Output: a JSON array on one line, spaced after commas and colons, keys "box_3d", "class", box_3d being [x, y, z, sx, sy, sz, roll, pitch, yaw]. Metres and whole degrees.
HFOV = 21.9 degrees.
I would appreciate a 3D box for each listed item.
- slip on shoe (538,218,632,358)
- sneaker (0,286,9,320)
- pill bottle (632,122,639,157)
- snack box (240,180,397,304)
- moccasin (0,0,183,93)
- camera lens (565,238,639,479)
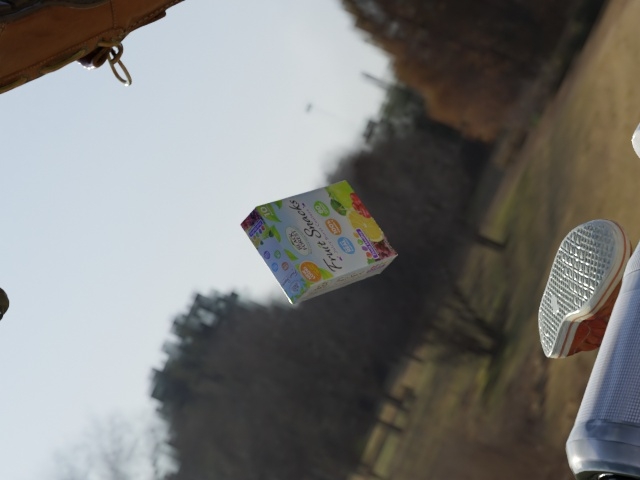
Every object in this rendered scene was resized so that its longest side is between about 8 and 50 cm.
[{"box_3d": [0.383, 0.067, 2.300, 0.331, 0.101, 0.123, 99, 164, -61], "class": "slip on shoe"}, {"box_3d": [-0.426, 0.025, 1.657, 0.078, 0.234, 0.106, 112, 164, -56], "class": "sneaker"}, {"box_3d": [0.427, -0.171, 1.756, 0.221, 0.121, 0.121, -56, -7, -19], "class": "pill bottle"}, {"box_3d": [0.000, 0.000, 1.671, 0.141, 0.100, 0.037, -18, -23, -46], "class": "snack box"}, {"box_3d": [-0.251, -0.238, 1.727, 0.380, 0.139, 0.147, -39, -25, -47], "class": "moccasin"}, {"box_3d": [0.347, 0.116, 1.412, 0.219, 0.219, 0.274, 99, -168, -74], "class": "camera lens"}]
